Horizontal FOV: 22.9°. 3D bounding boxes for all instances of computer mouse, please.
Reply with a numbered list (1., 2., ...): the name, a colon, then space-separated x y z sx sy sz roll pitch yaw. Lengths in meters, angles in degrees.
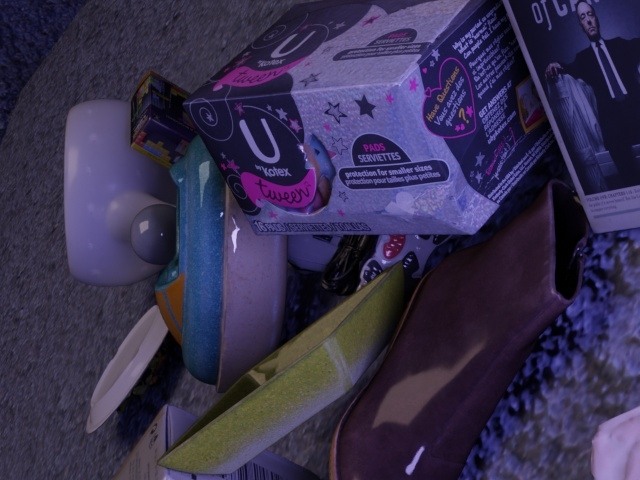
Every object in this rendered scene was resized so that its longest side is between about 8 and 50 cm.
1. computer mouse: 0.000 0.000 1.541 0.106 0.042 0.193 -66 20 -9

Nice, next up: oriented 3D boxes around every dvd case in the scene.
1. dvd case: 0.189 -0.124 1.006 0.030 0.238 0.179 -25 6 -23

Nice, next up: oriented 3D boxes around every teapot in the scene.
1. teapot: -0.220 -0.060 1.980 0.252 0.187 0.256 98 169 -61

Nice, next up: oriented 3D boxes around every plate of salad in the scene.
1. plate of salad: -0.213 0.148 1.871 0.200 0.048 0.200 -51 12 15

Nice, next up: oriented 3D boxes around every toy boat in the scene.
1. toy boat: -0.117 0.011 1.599 0.318 0.148 0.267 -139 50 -80

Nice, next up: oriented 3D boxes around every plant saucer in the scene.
1. plant saucer: -0.017 0.109 1.237 0.188 0.045 0.188 -37 2 26

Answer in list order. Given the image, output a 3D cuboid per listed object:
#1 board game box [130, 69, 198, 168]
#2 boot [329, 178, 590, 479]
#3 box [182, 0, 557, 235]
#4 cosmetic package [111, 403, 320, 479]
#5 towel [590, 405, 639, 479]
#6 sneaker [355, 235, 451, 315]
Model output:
1. board game box: -0.139 -0.115 1.851 0.048 0.170 0.141 -53 22 19
2. boot: 0.099 0.090 1.098 0.207 0.090 0.248 -47 20 43
3. box: 0.042 -0.103 1.246 0.247 0.142 0.163 -1 36 47
4. cosmetic package: -0.140 0.306 1.315 0.309 0.160 0.113 -53 20 20
5. towel: 0.237 0.174 0.667 0.317 0.053 0.331 -36 36 44
6. sneaker: 0.071 -0.006 1.345 0.170 0.068 0.071 -61 7 -7
